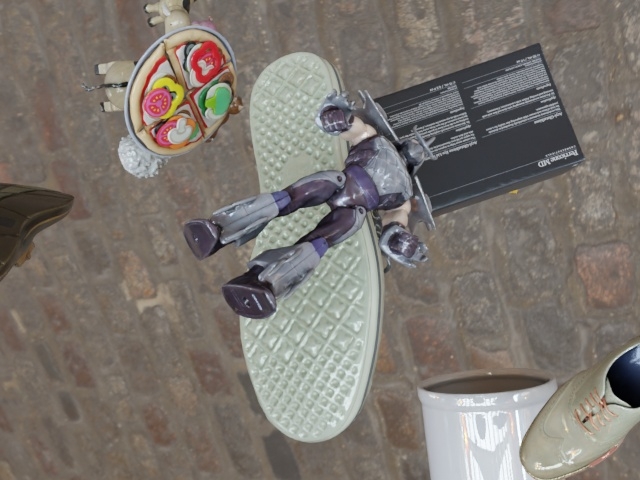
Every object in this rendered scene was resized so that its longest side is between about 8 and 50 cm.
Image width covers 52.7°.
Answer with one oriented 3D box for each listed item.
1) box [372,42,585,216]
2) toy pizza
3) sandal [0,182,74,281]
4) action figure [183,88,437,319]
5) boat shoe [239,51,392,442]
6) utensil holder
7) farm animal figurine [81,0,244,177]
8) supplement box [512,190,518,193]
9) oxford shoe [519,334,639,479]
[{"bbox_3d":[0.221,-0.150,0.954,0.261,0.103,0.184,-18,81,2],"label":"box"},{"bbox_3d":[-0.192,-0.208,0.934,0.032,0.201,0.201,34,123,28],"label":"toy pizza"},{"bbox_3d":[-0.276,0.000,0.551,0.090,0.219,0.060,13,112,-14],"label":"sandal"},{"bbox_3d":[0.020,-0.037,0.609,0.185,0.285,0.099,56,149,0],"label":"action figure"},{"bbox_3d":[0.000,0.000,0.837,0.187,0.156,0.500,-12,68,21],"label":"boat shoe"},{"bbox_3d":[0.417,0.523,1.539,0.328,0.327,0.385,-9,86,30],"label":"utensil holder"},{"bbox_3d":[-0.270,-0.319,1.205,0.172,0.327,0.330,7,123,44],"label":"farm animal figurine"},{"bbox_3d":[0.309,-0.187,1.158,0.104,0.081,0.188,6,123,25],"label":"supplement box"},{"bbox_3d":[0.480,0.277,1.111,0.397,0.146,0.140,-51,57,18],"label":"oxford shoe"}]
